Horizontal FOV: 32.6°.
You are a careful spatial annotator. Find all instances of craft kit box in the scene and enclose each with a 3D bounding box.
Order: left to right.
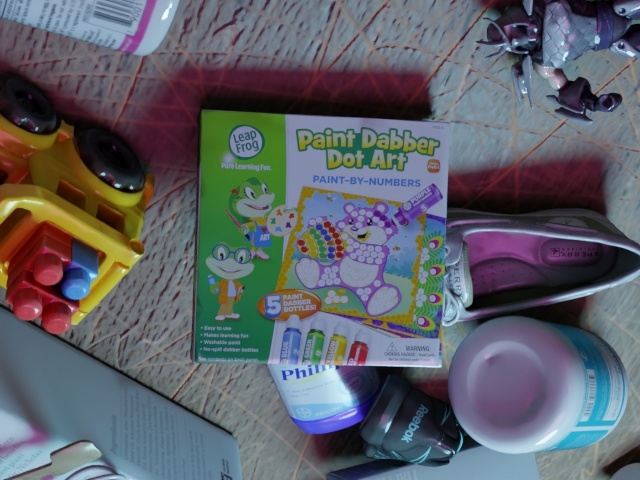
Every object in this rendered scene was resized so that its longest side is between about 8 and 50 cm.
[{"bbox_3d":[0.000,0.000,1.081,0.250,0.061,0.246,1,88,-9],"label":"craft kit box"}]

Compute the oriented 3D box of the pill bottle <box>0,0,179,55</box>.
[{"bbox_3d":[-0.250,-0.257,0.858,0.283,0.160,0.160,14,124,-19],"label":"pill bottle"}]

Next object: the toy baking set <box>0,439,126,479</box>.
[{"bbox_3d":[-0.305,0.294,1.156,0.197,0.030,0.256,-2,128,-12],"label":"toy baking set"}]

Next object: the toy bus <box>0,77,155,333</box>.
[{"bbox_3d":[-0.272,-0.019,1.008,0.220,0.211,0.149,34,117,-28],"label":"toy bus"}]

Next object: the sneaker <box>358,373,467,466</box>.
[{"bbox_3d":[0.108,0.224,1.256,0.106,0.267,0.101,27,84,11],"label":"sneaker"}]

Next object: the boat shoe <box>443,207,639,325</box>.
[{"bbox_3d":[0.184,0.027,1.169,0.320,0.103,0.118,-4,101,-10],"label":"boat shoe"}]

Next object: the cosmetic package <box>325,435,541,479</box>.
[{"bbox_3d":[0.142,0.307,1.346,0.238,0.127,0.107,-15,85,-14],"label":"cosmetic package"}]

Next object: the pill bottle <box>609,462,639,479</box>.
[{"bbox_3d":[0.492,0.397,1.520,0.124,0.124,0.221,-39,125,19],"label":"pill bottle"}]

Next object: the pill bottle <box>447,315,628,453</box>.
[{"bbox_3d":[0.260,0.166,1.244,0.146,0.146,0.264,-40,154,20],"label":"pill bottle"}]

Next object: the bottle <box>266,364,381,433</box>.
[{"bbox_3d":[-0.016,0.093,1.213,0.118,0.092,0.283,-19,128,0],"label":"bottle"}]

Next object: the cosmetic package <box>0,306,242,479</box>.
[{"bbox_3d":[-0.325,0.250,1.236,0.230,0.161,0.453,-41,124,20],"label":"cosmetic package"}]

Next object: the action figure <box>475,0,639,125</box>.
[{"bbox_3d":[0.288,-0.206,1.036,0.285,0.099,0.185,-6,133,-2],"label":"action figure"}]
